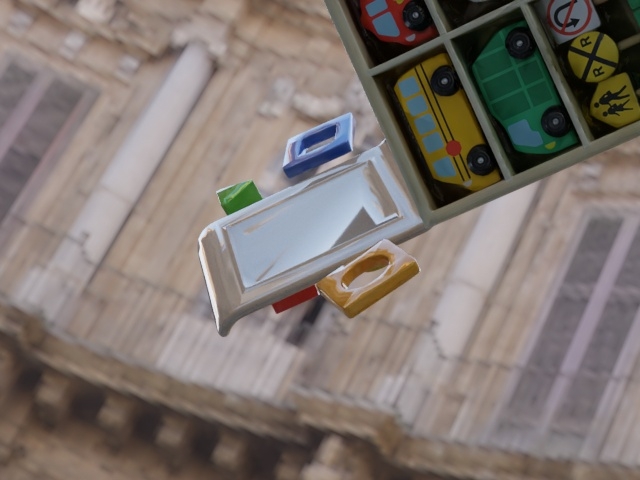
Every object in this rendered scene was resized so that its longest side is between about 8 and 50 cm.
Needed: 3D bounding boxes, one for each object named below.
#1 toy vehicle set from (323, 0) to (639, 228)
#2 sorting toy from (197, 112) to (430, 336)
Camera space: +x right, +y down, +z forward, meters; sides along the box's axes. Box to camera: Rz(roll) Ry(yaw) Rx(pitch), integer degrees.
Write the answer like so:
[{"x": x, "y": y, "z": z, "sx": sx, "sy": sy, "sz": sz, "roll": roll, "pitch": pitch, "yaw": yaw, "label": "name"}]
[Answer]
[{"x": 0.080, "y": -0.160, "z": 0.952, "sx": 0.166, "sy": 0.035, "sz": 0.267, "roll": -25, "pitch": -93, "yaw": 19, "label": "toy vehicle set"}, {"x": 0.000, "y": 0.000, "z": 1.393, "sx": 0.047, "sy": 0.196, "sz": 0.348, "roll": 60, "pitch": 3, "yaw": -23, "label": "sorting toy"}]
